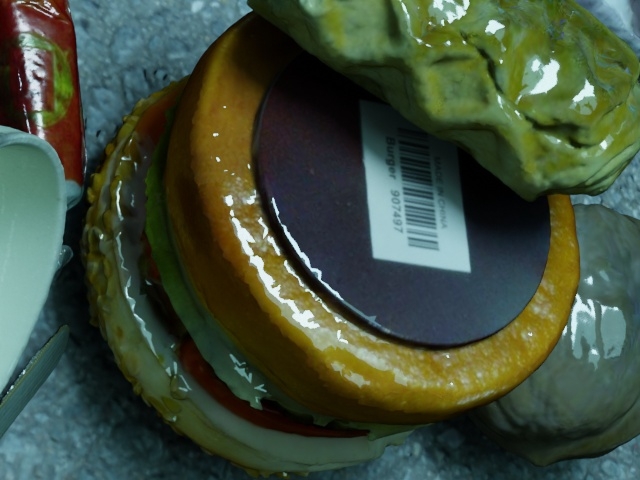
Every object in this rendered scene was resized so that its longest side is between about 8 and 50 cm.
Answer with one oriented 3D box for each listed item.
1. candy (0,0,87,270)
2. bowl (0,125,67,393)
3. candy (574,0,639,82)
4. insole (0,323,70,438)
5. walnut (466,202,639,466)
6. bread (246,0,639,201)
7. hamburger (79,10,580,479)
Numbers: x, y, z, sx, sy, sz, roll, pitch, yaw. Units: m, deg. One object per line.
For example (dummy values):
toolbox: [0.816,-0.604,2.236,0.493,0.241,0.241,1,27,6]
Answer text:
candy: [-0.210,-0.102,1.100,0.059,0.086,0.292,-2,86,-51]
bowl: [-0.283,0.034,0.939,0.145,0.277,0.277,24,58,13]
candy: [0.253,-0.282,1.441,0.214,0.157,0.289,-41,102,-40]
insole: [-0.222,0.127,1.059,0.004,0.064,0.188,27,53,10]
walnut: [0.200,0.078,1.281,0.224,0.224,0.224,10,71,-32]
bread: [0.095,-0.128,1.007,0.267,0.130,0.152,33,45,-12]
hamburger: [0.000,0.000,1.126,0.330,0.250,0.330,13,61,-25]
